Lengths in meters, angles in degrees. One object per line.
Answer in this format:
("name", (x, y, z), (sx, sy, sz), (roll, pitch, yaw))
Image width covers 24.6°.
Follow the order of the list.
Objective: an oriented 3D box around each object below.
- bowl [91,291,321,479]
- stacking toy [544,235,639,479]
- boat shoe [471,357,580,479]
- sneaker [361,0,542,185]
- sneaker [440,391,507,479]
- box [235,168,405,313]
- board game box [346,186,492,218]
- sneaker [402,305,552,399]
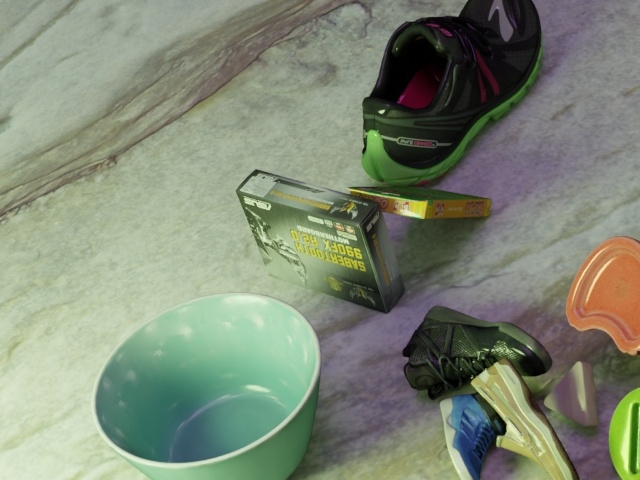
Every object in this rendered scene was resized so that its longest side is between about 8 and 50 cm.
("bowl", (-0.133, 0.232, 1.963), (0.311, 0.163, 0.312), (-9, 41, 8))
("stacking toy", (0.444, 0.156, 1.847), (0.130, 0.280, 0.309), (7, 21, -35))
("boat shoe", (0.256, 0.244, 1.861), (0.072, 0.068, 0.190), (-31, 63, 0))
("sneaker", (0.222, -0.291, 2.408), (0.185, 0.202, 0.483), (12, 48, 30))
("sneaker", (0.208, 0.251, 1.900), (0.084, 0.058, 0.152), (-20, 32, 10))
("box", (0.000, 0.000, 2.167), (0.231, 0.183, 0.056), (17, 52, 33))
("board game box", (0.147, -0.057, 2.176), (0.124, 0.039, 0.259), (11, 4, 29))
("sneaker", (0.200, 0.166, 1.973), (0.227, 0.087, 0.130), (14, 52, 45))
